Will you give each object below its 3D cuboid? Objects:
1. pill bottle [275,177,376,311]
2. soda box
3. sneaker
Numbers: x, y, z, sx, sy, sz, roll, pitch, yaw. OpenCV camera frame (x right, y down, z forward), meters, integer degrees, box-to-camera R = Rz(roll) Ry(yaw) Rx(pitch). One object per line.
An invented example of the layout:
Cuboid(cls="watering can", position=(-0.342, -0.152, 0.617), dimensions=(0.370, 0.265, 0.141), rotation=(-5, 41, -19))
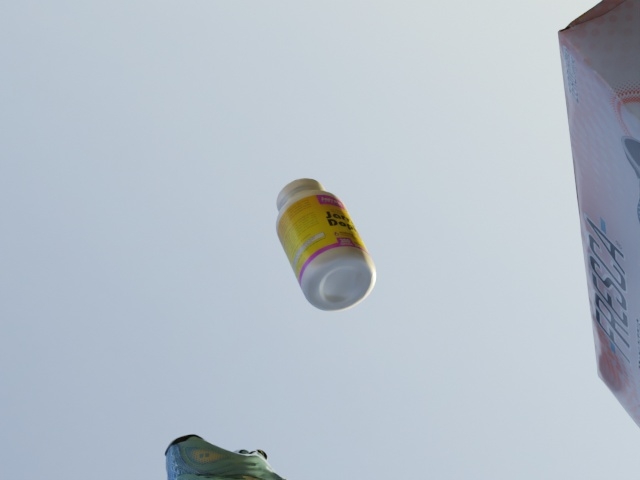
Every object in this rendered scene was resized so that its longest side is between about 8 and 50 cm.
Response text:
Cuboid(cls="pill bottle", position=(0.000, 0.000, 1.124), dimensions=(0.043, 0.043, 0.083), rotation=(16, -150, -31))
Cuboid(cls="soda box", position=(0.095, 0.005, 0.419), dimensions=(0.063, 0.058, 0.183), rotation=(53, 174, 26))
Cuboid(cls="sneaker", position=(-0.025, 0.144, 1.077), dimensions=(0.162, 0.063, 0.073), rotation=(34, -159, -47))
